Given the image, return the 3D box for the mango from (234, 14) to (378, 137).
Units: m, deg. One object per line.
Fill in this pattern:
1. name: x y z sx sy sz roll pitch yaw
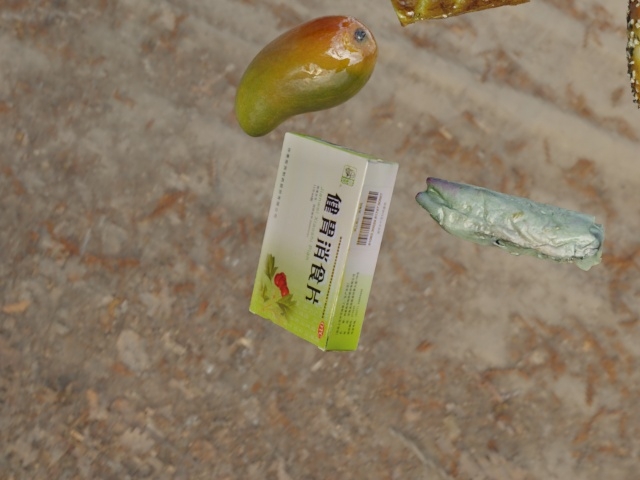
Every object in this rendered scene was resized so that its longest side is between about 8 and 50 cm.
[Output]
1. mango: -0.030 -0.275 1.967 0.146 0.289 0.129 57 32 -25

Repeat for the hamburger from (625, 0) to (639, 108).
1. hamburger: 0.255 -0.148 0.794 0.093 0.189 0.164 5 18 24

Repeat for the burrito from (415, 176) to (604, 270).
1. burrito: 0.300 -0.027 1.918 0.309 0.096 0.066 17 8 15

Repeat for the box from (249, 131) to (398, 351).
1. box: 0.000 -0.001 1.613 0.062 0.260 0.175 5 12 -41

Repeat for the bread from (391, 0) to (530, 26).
1. bread: 0.167 -0.341 1.490 0.172 0.132 0.103 -10 41 14
